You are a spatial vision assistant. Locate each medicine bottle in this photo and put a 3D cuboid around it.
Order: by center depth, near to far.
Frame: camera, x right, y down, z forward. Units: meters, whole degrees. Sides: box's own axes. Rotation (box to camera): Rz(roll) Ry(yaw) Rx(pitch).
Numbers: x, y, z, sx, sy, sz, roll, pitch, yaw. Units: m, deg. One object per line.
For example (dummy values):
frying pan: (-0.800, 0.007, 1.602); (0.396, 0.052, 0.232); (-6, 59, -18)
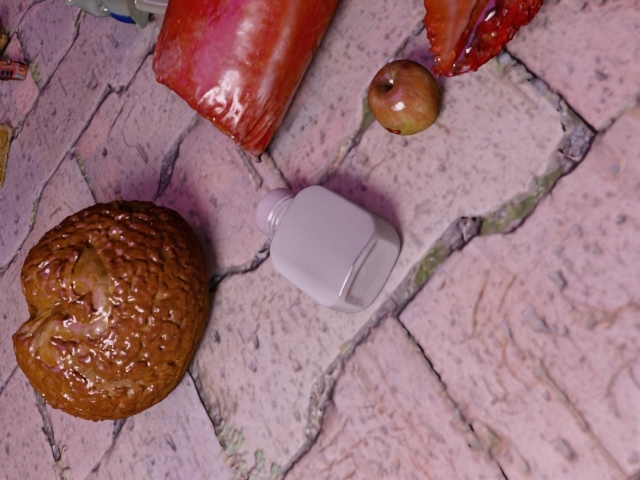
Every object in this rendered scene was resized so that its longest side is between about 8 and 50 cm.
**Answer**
medicine bottle: (0.000, 0.000, 0.917); (0.183, 0.069, 0.119); (33, 99, 41)

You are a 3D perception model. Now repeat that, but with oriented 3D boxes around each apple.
apple: (0.096, -0.161, 0.889); (0.083, 0.071, 0.084); (-19, 57, 31)

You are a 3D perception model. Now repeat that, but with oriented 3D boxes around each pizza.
pizza: (-0.669, -0.156, 1.566); (0.134, 0.046, 0.175); (41, 103, 41)

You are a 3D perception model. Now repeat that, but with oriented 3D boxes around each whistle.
whistle: (-0.325, -0.409, 1.302); (0.244, 0.092, 0.110); (16, 61, 17)

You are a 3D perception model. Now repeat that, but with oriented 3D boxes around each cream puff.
cream puff: (-0.292, 0.089, 1.046); (0.302, 0.212, 0.303); (-9, 74, 36)

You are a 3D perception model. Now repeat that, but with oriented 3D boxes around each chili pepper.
chili pepper: (-0.114, -0.286, 1.011); (0.251, 0.229, 0.306); (28, 94, 33)

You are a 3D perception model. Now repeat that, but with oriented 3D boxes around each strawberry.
strawberry: (0.194, -0.270, 0.813); (0.174, 0.098, 0.228); (-13, 62, 44)

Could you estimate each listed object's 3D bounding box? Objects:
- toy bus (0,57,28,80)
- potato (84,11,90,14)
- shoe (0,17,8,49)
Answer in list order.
toy bus: (-0.646, -0.353, 1.624); (0.110, 0.031, 0.043); (13, 91, 42)
potato: (-0.423, -0.494, 1.438); (0.117, 0.090, 0.226); (-39, 60, 17)
shoe: (-0.711, -0.433, 1.676); (0.069, 0.072, 0.109); (-44, 20, 59)
